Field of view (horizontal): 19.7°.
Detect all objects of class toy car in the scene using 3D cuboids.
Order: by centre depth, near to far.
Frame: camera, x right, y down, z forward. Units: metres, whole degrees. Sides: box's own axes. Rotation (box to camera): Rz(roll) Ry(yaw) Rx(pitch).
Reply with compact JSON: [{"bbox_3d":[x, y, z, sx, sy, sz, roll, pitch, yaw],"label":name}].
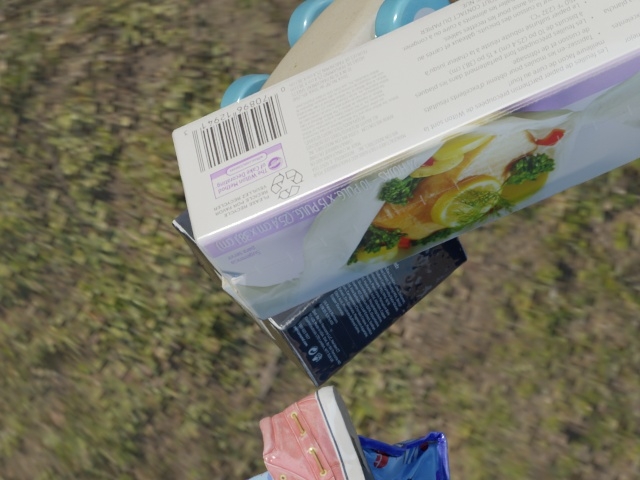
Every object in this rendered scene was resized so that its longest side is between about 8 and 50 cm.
[{"bbox_3d":[0.066,-0.105,1.768,0.238,0.219,0.210,46,74,-23],"label":"toy car"}]

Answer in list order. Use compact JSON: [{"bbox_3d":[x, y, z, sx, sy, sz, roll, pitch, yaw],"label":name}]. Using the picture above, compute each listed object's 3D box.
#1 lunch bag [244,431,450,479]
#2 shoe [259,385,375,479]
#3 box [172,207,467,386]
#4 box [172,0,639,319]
[{"bbox_3d":[0.033,0.356,1.776,0.138,0.221,0.293,3,68,-44],"label":"lunch bag"},{"bbox_3d":[0.004,0.220,1.645,0.081,0.178,0.063,-25,148,7],"label":"shoe"},{"bbox_3d":[0.000,0.000,1.428,0.158,0.156,0.093,-40,140,-8],"label":"box"},{"bbox_3d":[0.101,-0.067,0.702,0.324,0.067,0.063,-24,141,10],"label":"box"}]
